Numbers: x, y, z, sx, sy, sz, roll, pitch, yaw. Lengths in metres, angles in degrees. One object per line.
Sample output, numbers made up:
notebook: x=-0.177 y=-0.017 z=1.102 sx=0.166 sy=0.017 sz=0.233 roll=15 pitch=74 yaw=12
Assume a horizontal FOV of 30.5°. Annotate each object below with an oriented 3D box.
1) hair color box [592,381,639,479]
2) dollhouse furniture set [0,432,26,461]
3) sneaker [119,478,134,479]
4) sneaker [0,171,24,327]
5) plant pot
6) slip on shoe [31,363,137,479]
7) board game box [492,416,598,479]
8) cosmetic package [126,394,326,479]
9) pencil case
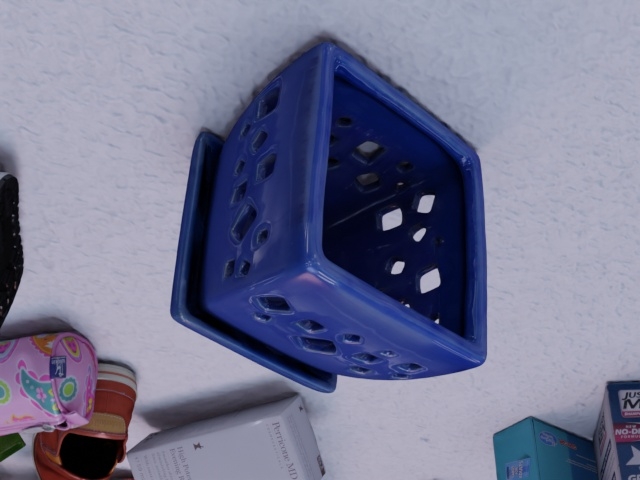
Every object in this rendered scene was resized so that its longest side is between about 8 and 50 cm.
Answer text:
hair color box: x=0.424 y=0.369 z=1.480 sx=0.105 sy=0.347 sz=0.174 roll=-3 pitch=145 yaw=3
dollhouse furniture set: x=-0.498 y=0.406 z=1.613 sx=0.301 sy=0.151 sz=0.197 roll=-34 pitch=88 yaw=40
sneaker: x=-0.339 y=0.392 z=1.755 sx=0.221 sy=0.087 sz=0.128 roll=-8 pitch=-174 yaw=-21
sneaker: x=-0.380 y=0.012 z=1.202 sx=0.124 sy=0.107 sz=0.283 roll=18 pitch=139 yaw=-1
plant pot: x=0.000 y=0.000 z=1.065 sx=0.212 sy=0.236 sz=0.236 roll=-23 pitch=140 yaw=37
slip on shoe: x=-0.315 y=0.277 z=1.552 sx=0.123 sy=0.101 sz=0.331 roll=10 pitch=145 yaw=-18
board game box: x=0.361 y=0.436 z=1.583 sx=0.254 sy=0.336 sz=0.079 roll=25 pitch=138 yaw=-30
cosmetic package: x=-0.123 y=0.291 z=1.537 sx=0.231 sy=0.117 sz=0.085 roll=-18 pitch=-175 yaw=19
pencil case: x=-0.406 y=0.186 z=1.406 sx=0.284 sy=0.124 sz=0.124 roll=-10 pitch=143 yaw=14
